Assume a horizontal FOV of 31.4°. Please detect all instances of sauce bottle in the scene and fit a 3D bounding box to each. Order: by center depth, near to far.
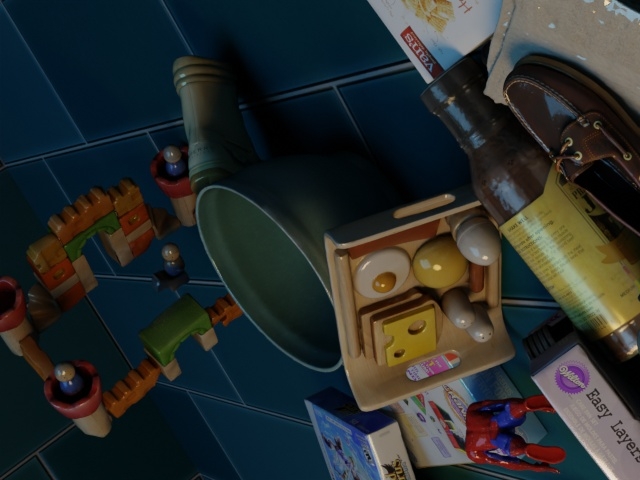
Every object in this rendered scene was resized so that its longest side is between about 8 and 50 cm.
[{"bbox_3d":[0.234,-0.036,1.173,0.344,0.111,0.111,52,155,2],"label":"sauce bottle"}]

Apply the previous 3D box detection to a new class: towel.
[{"bbox_3d":[0.278,-0.137,0.994,0.282,0.049,0.187,31,151,15],"label":"towel"}]

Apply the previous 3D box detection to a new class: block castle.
[{"bbox_3d":[-0.307,0.064,1.853,0.303,0.453,0.213,41,160,27],"label":"block castle"}]

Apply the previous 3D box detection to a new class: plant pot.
[{"bbox_3d":[0.000,0.000,1.525,0.293,0.196,0.293,40,153,26],"label":"plant pot"}]

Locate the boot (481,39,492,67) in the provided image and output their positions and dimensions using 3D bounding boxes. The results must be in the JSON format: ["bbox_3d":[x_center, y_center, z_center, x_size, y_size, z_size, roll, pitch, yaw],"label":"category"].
[{"bbox_3d":[0.213,-0.189,1.093,0.121,0.045,0.099,34,152,22],"label":"boot"}]

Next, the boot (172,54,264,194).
[{"bbox_3d":[-0.131,-0.149,1.669,0.262,0.095,0.203,23,-129,-65],"label":"boot"}]

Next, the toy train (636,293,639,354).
[{"bbox_3d":[0.371,0.138,0.968,0.190,0.142,0.334,38,-162,-11],"label":"toy train"}]

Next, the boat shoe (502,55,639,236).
[{"bbox_3d":[0.241,-0.078,0.997,0.207,0.073,0.073,38,153,5],"label":"boat shoe"}]

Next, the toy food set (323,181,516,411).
[{"bbox_3d":[0.132,0.069,1.338,0.306,0.219,0.092,81,165,-44],"label":"toy food set"}]

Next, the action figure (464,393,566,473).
[{"bbox_3d":[0.264,0.239,1.408,0.280,0.139,0.091,141,134,-74],"label":"action figure"}]

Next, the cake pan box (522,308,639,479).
[{"bbox_3d":[0.321,0.199,1.227,0.267,0.070,0.246,52,-171,0],"label":"cake pan box"}]

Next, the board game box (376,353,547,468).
[{"bbox_3d":[0.163,0.217,1.675,0.242,0.064,0.316,55,155,-3],"label":"board game box"}]

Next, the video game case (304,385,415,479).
[{"bbox_3d":[0.080,0.383,1.850,0.269,0.061,0.244,12,123,68],"label":"video game case"}]

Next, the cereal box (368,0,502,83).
[{"bbox_3d":[0.123,-0.274,1.137,0.173,0.047,0.240,54,155,-1],"label":"cereal box"}]
